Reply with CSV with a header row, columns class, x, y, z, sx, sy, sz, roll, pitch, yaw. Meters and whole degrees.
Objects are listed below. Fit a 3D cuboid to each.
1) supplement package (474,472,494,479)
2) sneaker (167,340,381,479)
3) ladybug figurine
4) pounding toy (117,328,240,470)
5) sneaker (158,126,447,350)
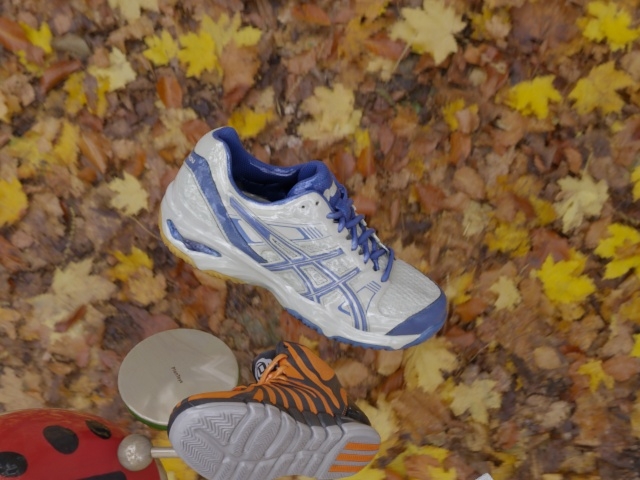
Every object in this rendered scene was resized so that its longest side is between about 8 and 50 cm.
class,x,y,z,sx,sy,sz,roll,pitch,yaw
supplement package,0.222,0.470,1.336,0.134,0.244,0.139,-29,56,-16
sneaker,-0.080,0.216,1.204,0.124,0.321,0.180,-54,44,18
ladybug figurine,-0.374,0.378,1.323,0.162,0.449,0.305,-26,73,26
pounding toy,-0.213,0.258,1.407,0.183,0.110,0.237,-1,45,-3
sneaker,0.000,0.000,0.859,0.296,0.131,0.112,23,32,-11
